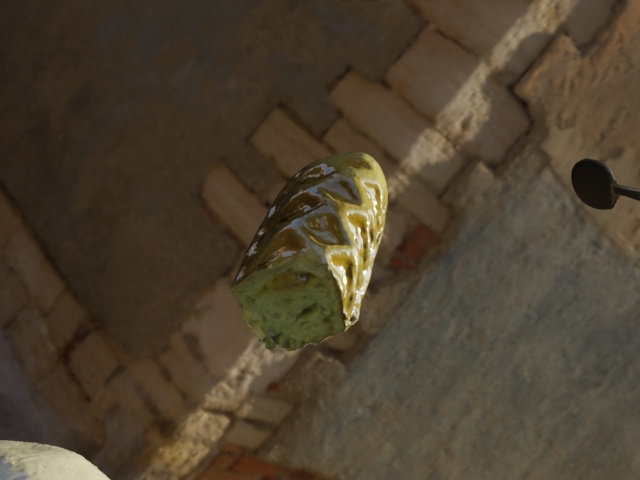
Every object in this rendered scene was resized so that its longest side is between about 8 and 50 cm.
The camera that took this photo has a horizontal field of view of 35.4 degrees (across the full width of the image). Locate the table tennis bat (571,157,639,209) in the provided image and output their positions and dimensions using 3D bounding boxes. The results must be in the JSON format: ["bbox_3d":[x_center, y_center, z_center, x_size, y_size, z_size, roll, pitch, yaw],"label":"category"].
[{"bbox_3d":[0.266,-0.050,0.933,0.083,0.007,0.050,21,-51,53],"label":"table tennis bat"}]

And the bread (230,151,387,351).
[{"bbox_3d":[0.000,0.000,1.094,0.130,0.152,0.268,35,36,-9],"label":"bread"}]

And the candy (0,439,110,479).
[{"bbox_3d":[-0.370,0.320,1.139,0.185,0.295,0.295,69,16,14],"label":"candy"}]

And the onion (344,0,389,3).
[{"bbox_3d":[-0.008,-0.282,0.854,0.314,0.146,0.280,35,25,-2],"label":"onion"}]
